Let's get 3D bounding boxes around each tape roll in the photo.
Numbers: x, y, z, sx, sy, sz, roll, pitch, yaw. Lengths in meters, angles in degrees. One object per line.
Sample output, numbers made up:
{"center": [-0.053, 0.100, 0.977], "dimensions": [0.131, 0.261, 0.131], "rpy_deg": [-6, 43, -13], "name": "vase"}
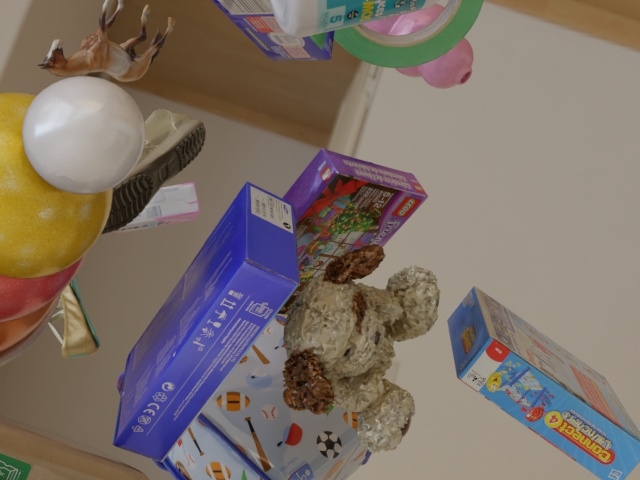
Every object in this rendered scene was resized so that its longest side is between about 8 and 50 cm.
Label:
{"center": [0.147, -0.489, 1.653], "dimensions": [0.321, 0.321, 0.077], "rpy_deg": [19, -157, -10], "name": "tape roll"}

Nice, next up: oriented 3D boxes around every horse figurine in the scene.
{"center": [-0.362, -0.349, 1.579], "dimensions": [0.066, 0.174, 0.263], "rpy_deg": [37, -165, 20], "name": "horse figurine"}

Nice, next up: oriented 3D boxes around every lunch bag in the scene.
{"center": [-0.124, 0.305, 1.571], "dimensions": [0.385, 0.239, 0.327], "rpy_deg": [39, -140, 20], "name": "lunch bag"}

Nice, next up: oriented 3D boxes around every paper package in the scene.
{"center": [-0.422, 0.290, 1.067], "dimensions": [0.324, 0.168, 0.309], "rpy_deg": [30, 161, -29], "name": "paper package"}

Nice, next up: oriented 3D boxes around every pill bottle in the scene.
{"center": [0.065, -0.360, 1.142], "dimensions": [0.264, 0.146, 0.146], "rpy_deg": [-16, 174, -11], "name": "pill bottle"}

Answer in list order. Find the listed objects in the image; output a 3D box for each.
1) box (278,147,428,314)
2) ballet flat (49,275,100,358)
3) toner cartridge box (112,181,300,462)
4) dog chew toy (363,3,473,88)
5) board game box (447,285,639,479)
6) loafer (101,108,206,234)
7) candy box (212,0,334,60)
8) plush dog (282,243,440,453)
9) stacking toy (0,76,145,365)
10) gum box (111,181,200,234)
{"center": [0.000, 0.000, 1.336], "dimensions": [0.200, 0.293, 0.057], "rpy_deg": [9, -139, -44], "name": "box"}
{"center": [-0.462, 0.119, 1.594], "dimensions": [0.080, 0.073, 0.232], "rpy_deg": [83, 161, -46], "name": "ballet flat"}
{"center": [-0.149, 0.108, 1.116], "dimensions": [0.075, 0.348, 0.165], "rpy_deg": [26, -149, -20], "name": "toner cartridge box"}
{"center": [0.221, -0.476, 2.036], "dimensions": [0.332, 0.206, 0.206], "rpy_deg": [45, 179, 23], "name": "dog chew toy"}
{"center": [0.363, 0.230, 1.465], "dimensions": [0.302, 0.086, 0.308], "rpy_deg": [36, -168, -2], "name": "board game box"}
{"center": [-0.292, -0.110, 1.354], "dimensions": [0.092, 0.268, 0.102], "rpy_deg": [34, 146, 20], "name": "loafer"}
{"center": [-0.053, -0.478, 1.379], "dimensions": [0.122, 0.317, 0.268], "rpy_deg": [4, 171, 20], "name": "candy box"}
{"center": [0.027, 0.125, 1.167], "dimensions": [0.210, 0.263, 0.225], "rpy_deg": [9, 160, 24], "name": "plush dog"}
{"center": [-0.348, -0.047, 0.998], "dimensions": [0.479, 0.351, 0.350], "rpy_deg": [-20, 145, 41], "name": "stacking toy"}
{"center": [-0.337, -0.060, 1.736], "dimensions": [0.188, 0.062, 0.107], "rpy_deg": [-11, 175, -13], "name": "gum box"}
